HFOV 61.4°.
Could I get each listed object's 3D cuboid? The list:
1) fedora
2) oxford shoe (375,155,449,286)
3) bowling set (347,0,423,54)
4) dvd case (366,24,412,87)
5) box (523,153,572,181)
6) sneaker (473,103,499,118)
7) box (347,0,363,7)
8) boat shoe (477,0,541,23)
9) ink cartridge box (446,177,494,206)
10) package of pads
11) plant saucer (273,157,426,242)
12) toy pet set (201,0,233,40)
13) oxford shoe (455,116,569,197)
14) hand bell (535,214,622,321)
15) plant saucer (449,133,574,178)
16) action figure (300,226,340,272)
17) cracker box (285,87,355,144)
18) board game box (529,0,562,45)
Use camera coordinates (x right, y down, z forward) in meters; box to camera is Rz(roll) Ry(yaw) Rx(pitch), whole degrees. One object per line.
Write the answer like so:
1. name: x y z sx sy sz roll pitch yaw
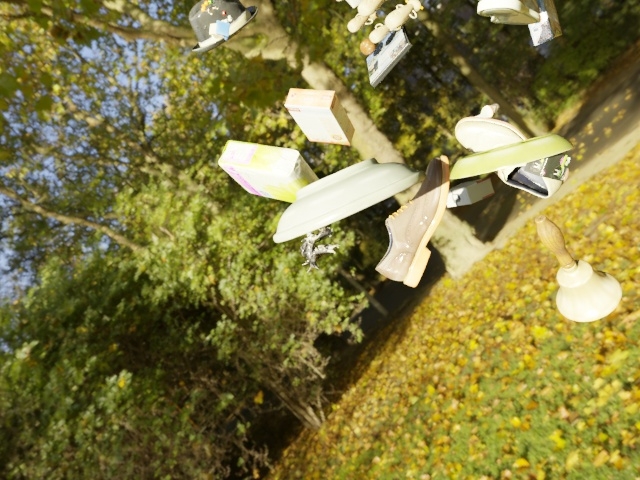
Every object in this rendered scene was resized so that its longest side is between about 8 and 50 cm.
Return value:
1. fedora: -0.419 -0.915 2.202 0.334 0.152 0.334 -22 35 17
2. oxford shoe: 0.251 -0.064 1.452 0.130 0.133 0.363 28 -100 -87
3. bowling set: 0.182 -0.749 1.822 0.154 0.287 0.199 -44 -19 -25
4. dvd case: 0.230 -0.639 1.836 0.180 0.022 0.253 -44 25 29
5. box: 0.523 -0.176 1.241 0.083 0.052 0.062 6 -72 -31
6. sneaker: 0.626 -0.463 2.024 0.065 0.061 0.158 -29 -6 -14
7. box: 0.116 -0.913 1.926 0.087 0.102 0.101 -35 -32 4
8. boat shoe: 0.418 -0.527 1.171 0.302 0.115 0.091 -27 -59 -61
9. ink cartridge box: 0.527 -0.170 1.930 0.109 0.063 0.150 -24 6 -18
10. package of pads: -0.159 -0.220 1.757 0.229 0.297 0.101 47 -119 -57
11. plant saucer: 0.055 -0.116 1.317 0.401 0.100 0.400 -24 5 2
12. toy pet set: -0.322 -0.715 1.739 0.122 0.065 0.114 10 -96 -64
13. oxford shoe: 0.604 -0.275 1.754 0.146 0.397 0.140 -43 -24 -38
14. hand bell: 0.472 0.037 1.033 0.126 0.242 0.126 -30 32 21
15. plant saucer: 0.374 -0.172 1.078 0.241 0.037 0.241 -15 7 2
16. action figure: 0.000 0.000 2.089 0.141 0.164 0.275 -5 -50 -19
17. cracker box: 0.003 -0.398 1.749 0.232 0.156 0.067 44 -120 -63
18. board game box: 0.674 -0.685 1.645 0.060 0.194 0.194 -14 -6 38
